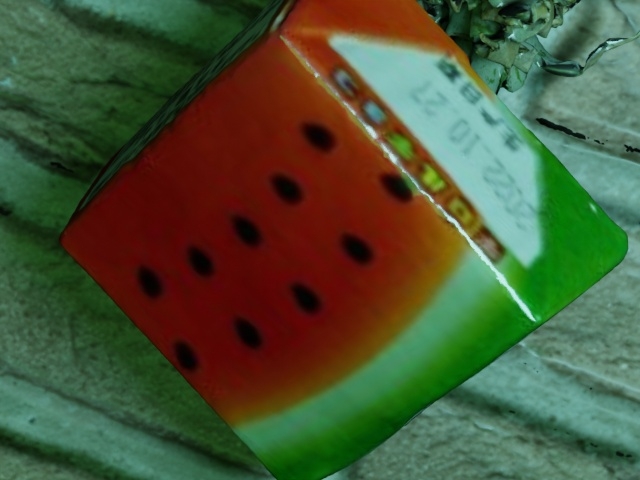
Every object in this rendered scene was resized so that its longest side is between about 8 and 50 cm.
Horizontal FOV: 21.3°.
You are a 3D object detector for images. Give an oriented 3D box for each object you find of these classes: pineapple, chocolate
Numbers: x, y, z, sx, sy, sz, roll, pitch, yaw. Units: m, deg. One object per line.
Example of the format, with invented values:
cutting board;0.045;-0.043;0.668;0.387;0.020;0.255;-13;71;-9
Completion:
pineapple;0.144;-0.240;1.344;0.262;0.262;0.272;11;139;5
chocolate;0.000;0.000;1.384;0.341;0.161;0.360;48;125;-4
